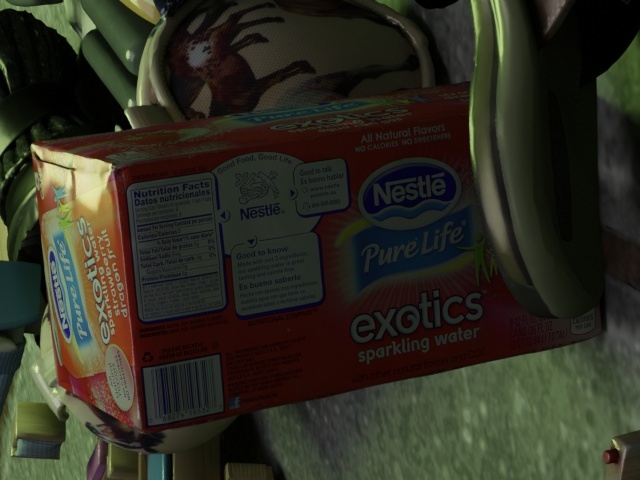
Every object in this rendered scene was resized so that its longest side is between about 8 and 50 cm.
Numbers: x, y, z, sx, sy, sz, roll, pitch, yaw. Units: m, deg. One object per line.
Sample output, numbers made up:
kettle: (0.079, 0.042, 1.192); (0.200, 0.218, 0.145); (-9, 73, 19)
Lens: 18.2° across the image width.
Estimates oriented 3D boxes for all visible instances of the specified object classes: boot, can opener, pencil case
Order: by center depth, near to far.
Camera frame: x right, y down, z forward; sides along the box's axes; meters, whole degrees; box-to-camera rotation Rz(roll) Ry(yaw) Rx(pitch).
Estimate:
pencil case: (-0.074, -0.004, 1.249); (0.410, 0.183, 0.160); (121, 134, -57)
can opener: (-0.182, -0.161, 1.536); (0.283, 0.095, 0.076); (-130, 36, -60)
boot: (-0.212, -0.079, 1.567); (0.348, 0.131, 0.260); (121, 134, -65)

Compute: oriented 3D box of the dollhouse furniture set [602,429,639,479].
dollhouse furniture set: (0.192, 0.061, 0.734); (0.129, 0.129, 0.184); (-144, 49, -58)

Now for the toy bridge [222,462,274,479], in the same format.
toy bridge: (-0.029, 0.230, 1.375); (0.188, 0.063, 0.026); (-100, 17, -49)

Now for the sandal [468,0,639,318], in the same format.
sandal: (0.116, -0.118, 0.893); (0.086, 0.120, 0.303); (-7, 87, 29)

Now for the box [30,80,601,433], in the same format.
box: (0.000, 0.000, 0.986); (0.122, 0.257, 0.128); (17, 114, 62)

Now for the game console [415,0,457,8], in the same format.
game console: (0.002, -0.250, 1.049); (0.361, 0.044, 0.213); (-121, 16, -52)

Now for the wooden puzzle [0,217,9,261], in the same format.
wooden puzzle: (-0.341, -0.053, 2.017); (0.238, 0.044, 0.221); (3, 101, 61)

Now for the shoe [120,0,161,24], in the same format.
shoe: (-0.162, -0.220, 1.447); (0.219, 0.076, 0.058); (29, 121, 26)

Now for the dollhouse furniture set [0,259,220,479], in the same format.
dollhouse furniture set: (-0.247, 0.169, 1.504); (0.286, 0.303, 0.198); (120, 153, -56)
